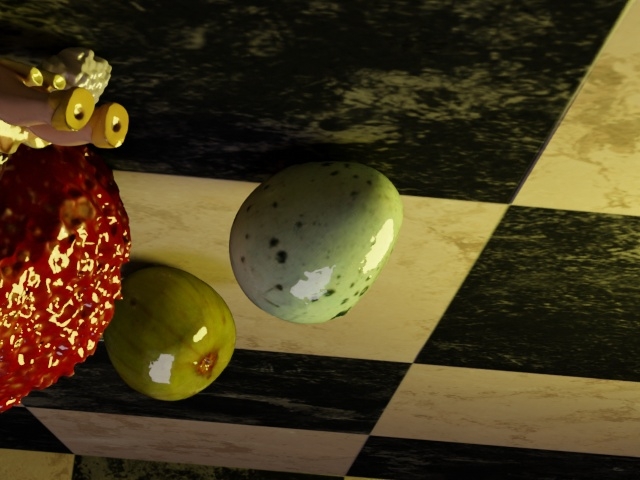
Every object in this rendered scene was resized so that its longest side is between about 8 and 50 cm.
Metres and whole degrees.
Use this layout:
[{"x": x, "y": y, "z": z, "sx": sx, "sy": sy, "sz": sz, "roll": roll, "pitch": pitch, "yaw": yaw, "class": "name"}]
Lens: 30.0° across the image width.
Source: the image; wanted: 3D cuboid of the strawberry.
[{"x": -0.269, "y": 0.041, "z": 0.945, "sx": 0.261, "sy": 0.258, "sz": 0.261, "roll": -16, "pitch": 145, "yaw": -12, "class": "strawberry"}]

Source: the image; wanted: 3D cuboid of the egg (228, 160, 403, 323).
[{"x": 0.000, "y": 0.000, "z": 0.975, "sx": 0.131, "sy": 0.131, "sz": 0.164, "roll": 19, "pitch": 150, "yaw": -37, "class": "egg"}]

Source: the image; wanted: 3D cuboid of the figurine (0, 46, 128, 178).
[{"x": -0.234, "y": -0.090, "z": 0.777, "sx": 0.240, "sy": 0.116, "sz": 0.174, "roll": -6, "pitch": 160, "yaw": 28, "class": "figurine"}]

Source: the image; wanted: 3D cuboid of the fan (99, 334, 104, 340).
[{"x": -0.311, "y": 0.112, "z": 1.483, "sx": 0.223, "sy": 0.012, "sz": 0.294, "roll": 5, "pitch": 177, "yaw": 33, "class": "fan"}]

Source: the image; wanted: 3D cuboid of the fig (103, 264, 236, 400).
[{"x": -0.179, "y": 0.091, "z": 1.316, "sx": 0.142, "sy": 0.148, "sz": 0.186, "roll": 33, "pitch": -170, "yaw": -41, "class": "fig"}]
